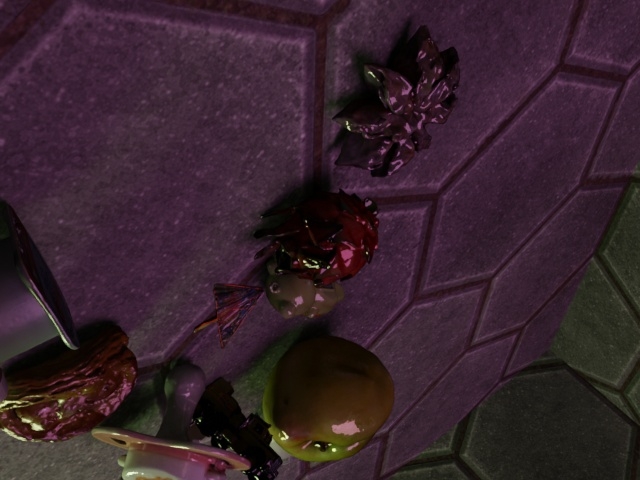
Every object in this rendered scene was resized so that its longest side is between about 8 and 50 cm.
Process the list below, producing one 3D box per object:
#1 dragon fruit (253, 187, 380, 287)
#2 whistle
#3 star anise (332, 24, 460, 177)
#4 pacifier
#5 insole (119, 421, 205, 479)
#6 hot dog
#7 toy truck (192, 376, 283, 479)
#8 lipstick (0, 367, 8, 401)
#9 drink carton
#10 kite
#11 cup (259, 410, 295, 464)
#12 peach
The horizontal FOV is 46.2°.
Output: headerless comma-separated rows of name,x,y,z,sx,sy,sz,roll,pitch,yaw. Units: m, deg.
dragon fruit,0.000,0.000,1.483,0.274,0.192,0.193,-26,155,-12
whistle,-0.030,0.110,1.652,0.106,0.131,0.288,-25,162,25
star anise,0.157,-0.250,1.449,0.332,0.117,0.331,-27,145,-21
pacifier,-0.300,0.407,1.543,0.220,0.332,0.273,-52,150,-77
insole,-0.351,0.503,1.829,0.328,0.007,0.111,-33,147,-22
hot dog,-0.438,0.263,1.314,0.259,0.114,0.175,-28,145,-30
toy truck,-0.186,0.438,1.708,0.127,0.257,0.127,-39,149,-19
lipstick,-0.536,0.178,1.150,0.063,0.057,0.186,-7,134,-9
drink carton,-0.451,0.097,1.014,0.190,0.185,0.191,-30,133,-15
kite,-0.190,0.158,1.606,0.183,0.014,0.241,-27,147,-29
cup,-0.092,0.502,2.033,0.173,0.134,0.142,-19,139,-38
peach,0.014,0.391,1.854,0.314,0.315,0.281,5,126,-13
